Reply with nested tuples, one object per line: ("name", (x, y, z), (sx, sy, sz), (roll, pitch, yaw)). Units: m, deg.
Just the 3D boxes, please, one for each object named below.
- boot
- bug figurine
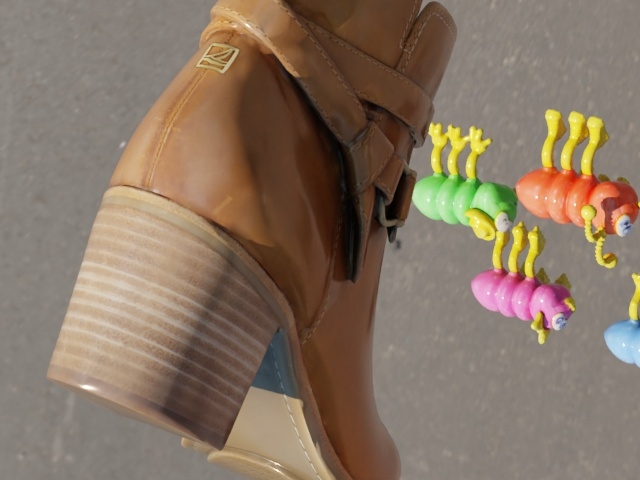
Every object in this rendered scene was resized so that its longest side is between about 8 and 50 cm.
("boot", (0.000, 0.000, 0.638), (0.109, 0.220, 0.283), (15, 165, 34))
("bug figurine", (0.178, 0.016, 1.022), (0.216, 0.072, 0.279), (15, 154, 42))
